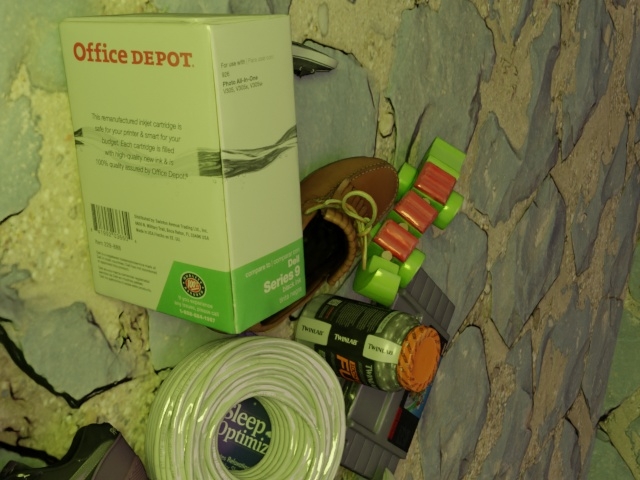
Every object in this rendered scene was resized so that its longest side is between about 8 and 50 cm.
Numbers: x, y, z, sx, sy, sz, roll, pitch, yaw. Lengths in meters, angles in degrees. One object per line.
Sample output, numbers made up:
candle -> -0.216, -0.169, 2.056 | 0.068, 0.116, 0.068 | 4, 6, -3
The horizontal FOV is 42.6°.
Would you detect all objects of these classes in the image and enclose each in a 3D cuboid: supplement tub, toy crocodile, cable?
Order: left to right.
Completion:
cable -> -0.087, 0.244, 1.010 | 0.257, 0.089, 0.257 | -14, 95, -33
supplement tub -> 0.068, 0.149, 1.183 | 0.117, 0.190, 0.117 | -19, 115, -50
toy crocodile -> 0.141, -0.037, 1.267 | 0.340, 0.115, 0.105 | -54, 180, -32

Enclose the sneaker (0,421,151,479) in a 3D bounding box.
sneaker -> -0.306, 0.289, 0.809 | 0.283, 0.107, 0.124 | -34, 97, -36

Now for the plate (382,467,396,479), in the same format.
plate -> 0.106, 0.561, 1.315 | 0.278, 0.045, 0.277 | -86, -175, -64

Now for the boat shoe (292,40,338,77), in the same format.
boat shoe -> -0.031, -0.234, 1.065 | 0.142, 0.049, 0.040 | 0, 118, -53

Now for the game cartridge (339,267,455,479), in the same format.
game cartridge -> 0.124, 0.228, 1.405 | 0.230, 0.068, 0.355 | 41, 67, -47

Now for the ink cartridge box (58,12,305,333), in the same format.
ink cartridge box -> -0.133, -0.078, 0.816 | 0.121, 0.211, 0.289 | -25, 120, -48

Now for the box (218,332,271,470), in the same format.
box -> -0.094, 0.243, 1.082 | 0.136, 0.036, 0.225 | 33, 70, -31

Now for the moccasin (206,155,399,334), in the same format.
moccasin -> 0.000, -0.003, 1.080 | 0.380, 0.147, 0.139 | -34, 126, -45
